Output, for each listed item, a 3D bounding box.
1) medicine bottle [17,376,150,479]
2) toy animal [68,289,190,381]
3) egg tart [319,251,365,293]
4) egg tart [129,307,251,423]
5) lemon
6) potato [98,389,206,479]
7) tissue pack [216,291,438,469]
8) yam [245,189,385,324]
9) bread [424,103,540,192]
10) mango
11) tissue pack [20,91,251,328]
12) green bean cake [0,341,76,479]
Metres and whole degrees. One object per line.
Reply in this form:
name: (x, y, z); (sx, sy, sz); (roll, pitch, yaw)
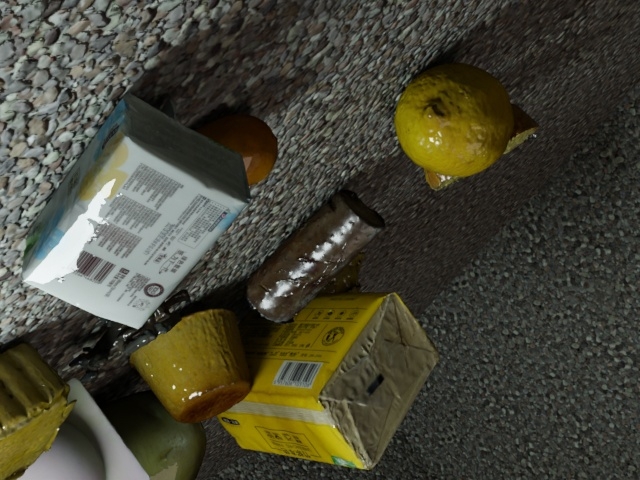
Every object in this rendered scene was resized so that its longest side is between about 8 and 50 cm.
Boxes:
medicine bottle: (-0.497, 0.424, 1.627); (0.406, 0.236, 0.236); (-37, 166, -12)
toy animal: (-0.293, 0.127, 1.606); (0.233, 0.084, 0.148); (-38, -175, -32)
egg tart: (0.009, 0.101, 2.225); (0.241, 0.106, 0.241); (-35, 169, -8)
egg tart: (-0.230, 0.228, 1.853); (0.215, 0.171, 0.215); (-22, 156, -11)
lemon: (0.222, -0.197, 1.669); (0.188, 0.188, 0.257); (-46, 160, 23)
potato: (-0.372, 0.421, 1.925); (0.326, 0.243, 0.221); (-18, -163, -18)
tissue pack: (-0.011, 0.260, 1.975); (0.382, 0.228, 0.293); (-3, -138, 47)
yam: (-0.012, 0.028, 1.897); (0.280, 0.131, 0.131); (-45, 165, 20)
bread: (0.283, -0.199, 1.939); (0.260, 0.134, 0.129); (-25, 171, -30)
mango: (-0.121, -0.104, 1.282); (0.159, 0.084, 0.105); (-30, 157, -36)
tissue pack: (-0.210, -0.041, 1.148); (0.159, 0.145, 0.229); (27, 122, -27)
green bean cake: (-0.475, 0.264, 1.413); (0.224, 0.131, 0.229); (-29, 159, -46)
